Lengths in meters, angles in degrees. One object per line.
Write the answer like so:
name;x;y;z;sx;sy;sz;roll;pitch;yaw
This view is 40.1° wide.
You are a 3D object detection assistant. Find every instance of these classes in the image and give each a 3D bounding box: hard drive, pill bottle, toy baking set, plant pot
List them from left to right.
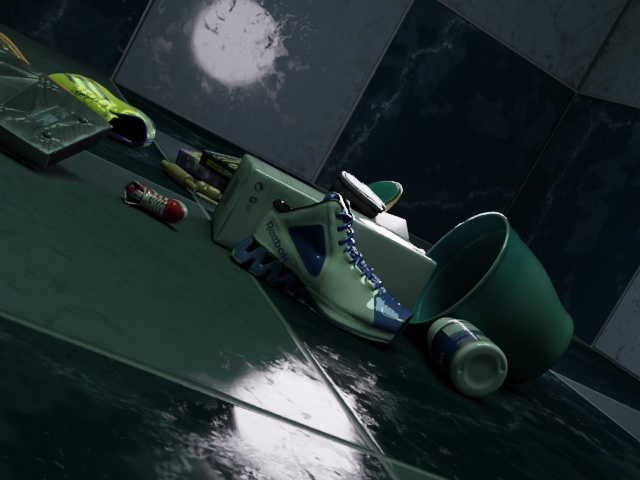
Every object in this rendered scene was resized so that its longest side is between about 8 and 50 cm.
hard drive;-0.479;-0.212;1.386;0.255;0.054;0.172;35;34;9
toy baking set;-0.247;-0.113;1.970;0.197;0.030;0.256;24;9;-38
pill bottle;0.236;0.187;1.459;0.094;0.094;0.169;27;7;-16
plant pot;0.335;0.129;1.679;0.255;0.271;0.271;42;3;-17

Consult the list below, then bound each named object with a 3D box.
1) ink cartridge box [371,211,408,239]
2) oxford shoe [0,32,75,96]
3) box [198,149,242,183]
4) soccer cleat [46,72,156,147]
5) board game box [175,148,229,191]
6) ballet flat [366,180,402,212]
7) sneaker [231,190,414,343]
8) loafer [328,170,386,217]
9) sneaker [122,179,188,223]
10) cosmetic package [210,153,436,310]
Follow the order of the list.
ink cartridge box;0.067;-0.018;2.186;0.239;0.060;0.275;-12;-9;21
oxford shoe;-0.589;-0.294;1.534;0.364;0.129;0.133;30;13;11
box;-0.159;-0.149;2.045;0.191;0.045;0.184;9;19;-45
soccer cleat;-0.519;-0.307;2.051;0.289;0.093;0.121;27;14;-12
board game box;-0.177;-0.137;2.172;0.347;0.056;0.208;30;11;38
ballet flat;0.103;-0.086;2.200;0.249;0.086;0.086;-13;-14;26
sneaker;0.025;0.024;1.430;0.316;0.182;0.127;30;8;9
loafer;0.070;-0.072;1.860;0.109;0.095;0.302;46;7;11
sneaker;-0.276;-0.063;1.438;0.118;0.042;0.067;24;-1;33
cosmetic package;0.000;0.000;1.638;0.385;0.156;0.217;29;7;-13
